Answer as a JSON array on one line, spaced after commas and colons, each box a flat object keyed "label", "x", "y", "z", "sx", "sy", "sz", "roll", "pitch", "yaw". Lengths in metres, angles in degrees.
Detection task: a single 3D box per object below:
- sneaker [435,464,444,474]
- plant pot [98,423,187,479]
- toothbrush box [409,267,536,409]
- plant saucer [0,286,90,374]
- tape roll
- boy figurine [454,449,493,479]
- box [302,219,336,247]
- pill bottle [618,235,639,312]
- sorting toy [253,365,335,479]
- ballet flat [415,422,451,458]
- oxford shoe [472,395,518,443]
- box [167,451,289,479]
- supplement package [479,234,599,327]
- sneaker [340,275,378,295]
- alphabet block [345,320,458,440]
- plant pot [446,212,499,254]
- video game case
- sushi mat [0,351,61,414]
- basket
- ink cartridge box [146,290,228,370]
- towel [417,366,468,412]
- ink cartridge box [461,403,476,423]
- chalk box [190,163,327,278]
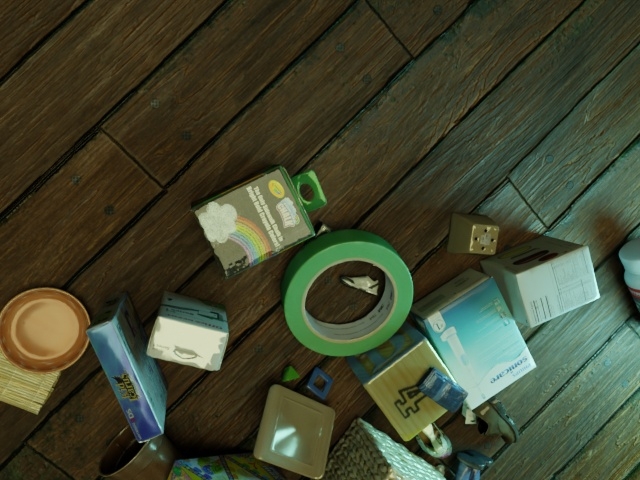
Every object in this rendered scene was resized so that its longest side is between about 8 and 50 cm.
[{"label": "sneaker", "x": 0.331, "y": 0.686, "z": 1.587, "sx": 0.038, "sy": 0.069, "sz": 0.098, "roll": 20, "pitch": 94, "yaw": -14}, {"label": "plant pot", "x": -0.409, "y": 0.536, "z": 1.362, "sx": 0.167, "sy": 0.167, "sz": 0.165, "roll": -40, "pitch": 113, "yaw": -4}, {"label": "toothbrush box", "x": 0.400, "y": 0.257, "z": 1.504, "sx": 0.216, "sy": 0.126, "sz": 0.296, "roll": -32, "pitch": 104, "yaw": -7}, {"label": "plant saucer", "x": -0.633, "y": 0.205, "z": 1.305, "sx": 0.199, "sy": 0.037, "sz": 0.200, "roll": -1, "pitch": 92, "yaw": -14}, {"label": "tape roll", "x": 0.065, "y": 0.133, "z": 1.394, "sx": 0.321, "sy": 0.077, "sz": 0.321, "roll": -5, "pitch": 115, "yaw": -10}, {"label": "boy figurine", "x": 0.391, "y": 0.736, "z": 1.577, "sx": 0.177, "sy": 0.092, "sz": 0.285, "roll": 14, "pitch": 89, "yaw": -49}, {"label": "box", "x": 0.000, "y": 0.000, "z": 1.407, "sx": 0.052, "sy": 0.062, "sz": 0.083, "roll": 31, "pitch": 93, "yaw": -15}, {"label": "pill bottle", "x": 0.959, "y": 0.133, "z": 1.589, "sx": 0.161, "sy": 0.161, "sz": 0.283, "roll": -34, "pitch": 104, "yaw": -5}, {"label": "sorting toy", "x": -0.067, "y": 0.476, "z": 1.403, "sx": 0.196, "sy": 0.047, "sz": 0.348, "roll": 29, "pitch": 55, "yaw": -23}, {"label": "ballet flat", "x": 0.298, "y": 0.531, "z": 1.550, "sx": 0.077, "sy": 0.079, "sz": 0.221, "roll": -36, "pitch": 105, "yaw": -6}, {"label": "oxford shoe", "x": 0.476, "y": 0.506, "z": 1.571, "sx": 0.096, "sy": 0.083, "sz": 0.227, "roll": -42, "pitch": 120, "yaw": -5}, {"label": "box", "x": -0.243, "y": 0.687, "z": 1.343, "sx": 0.279, "sy": 0.177, "sz": 0.290, "roll": 20, "pitch": 95, "yaw": -50}, {"label": "supplement package", "x": 0.565, "y": 0.099, "z": 1.479, "sx": 0.203, "sy": 0.194, "sz": 0.149, "roll": -21, "pitch": 102, "yaw": -9}, {"label": "sneaker", "x": 0.101, "y": 0.107, "z": 1.464, "sx": 0.109, "sy": 0.040, "sz": 0.044, "roll": 20, "pitch": 80, "yaw": -19}, {"label": "alphabet block", "x": 0.210, "y": 0.346, "z": 1.445, "sx": 0.193, "sy": 0.192, "sz": 0.197, "roll": -36, "pitch": 105, "yaw": -3}, {"label": "plant pot", "x": 0.403, "y": -0.010, "z": 1.477, "sx": 0.109, "sy": 0.096, "sz": 0.109, "roll": 5, "pitch": 98, "yaw": -12}, {"label": "video game case", "x": -0.421, "y": 0.271, "z": 1.265, "sx": 0.061, "sy": 0.244, "sz": 0.270, "roll": -21, "pitch": 102, "yaw": -7}, {"label": "sushi mat", "x": -0.769, "y": 0.283, "z": 1.307, "sx": 0.316, "sy": 0.019, "sz": 0.151, "roll": 26, "pitch": 92, "yaw": -15}, {"label": "basket", "x": 0.173, "y": 0.680, "z": 1.419, "sx": 0.331, "sy": 0.328, "sz": 0.266, "roll": 37, "pitch": 87, "yaw": -13}, {"label": "ink cartridge box", "x": -0.298, "y": 0.200, "z": 1.292, "sx": 0.160, "sy": 0.219, "sz": 0.093, "roll": 16, "pitch": 96, "yaw": -15}, {"label": "towel", "x": 0.292, "y": 0.358, "z": 1.353, "sx": 0.119, "sy": 0.029, "sz": 0.067, "roll": 37, "pitch": 90, "yaw": -15}, {"label": "ink cartridge box", "x": 0.427, "y": 0.470, "z": 1.594, "sx": 0.048, "sy": 0.028, "sz": 0.083, "roll": 4, "pitch": 98, "yaw": -13}, {"label": "chalk box", "x": -0.132, "y": -0.065, "z": 1.310, "sx": 0.289, "sy": 0.179, "sz": 0.180, "roll": -26, "pitch": 103, "yaw": -8}]
